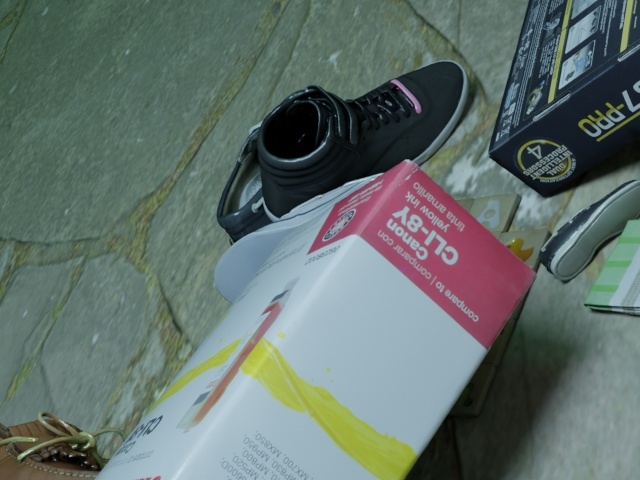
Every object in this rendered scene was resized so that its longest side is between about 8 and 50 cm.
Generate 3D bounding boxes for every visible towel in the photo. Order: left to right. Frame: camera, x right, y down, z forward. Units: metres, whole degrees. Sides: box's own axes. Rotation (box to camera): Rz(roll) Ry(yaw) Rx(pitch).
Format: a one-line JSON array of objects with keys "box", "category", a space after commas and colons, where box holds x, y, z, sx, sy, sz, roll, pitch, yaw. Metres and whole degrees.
[{"box": [0.323, 0.026, 1.148, 0.152, 0.023, 0.113, 2, 49, 50], "category": "towel"}]

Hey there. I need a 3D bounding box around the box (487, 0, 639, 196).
[{"box": [0.340, -0.271, 1.335, 0.318, 0.097, 0.395, -38, 24, 46], "category": "box"}]

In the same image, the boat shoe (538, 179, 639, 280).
[{"box": [0.264, -0.015, 1.234, 0.125, 0.046, 0.038, -48, 36, 4], "category": "boat shoe"}]

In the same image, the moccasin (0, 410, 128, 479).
[{"box": [-0.304, 0.255, 1.421, 0.380, 0.139, 0.147, -6, 53, 55], "category": "moccasin"}]

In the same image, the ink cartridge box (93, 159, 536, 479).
[{"box": [-0.028, 0.147, 1.099, 0.384, 0.160, 0.279, -53, 11, -27], "category": "ink cartridge box"}]

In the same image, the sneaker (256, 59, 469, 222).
[{"box": [0.050, -0.138, 1.468, 0.296, 0.147, 0.104, -35, 63, -9], "category": "sneaker"}]

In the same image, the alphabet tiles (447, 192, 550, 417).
[{"box": [0.084, 0.086, 1.327, 0.285, 0.011, 0.342, -7, 45, 42], "category": "alphabet tiles"}]

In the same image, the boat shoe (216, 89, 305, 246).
[{"box": [-0.054, -0.104, 1.626, 0.114, 0.091, 0.302, -20, 37, 28], "category": "boat shoe"}]

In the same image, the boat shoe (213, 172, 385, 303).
[{"box": [0.000, 0.000, 1.444, 0.258, 0.095, 0.084, -23, 7, 21], "category": "boat shoe"}]
